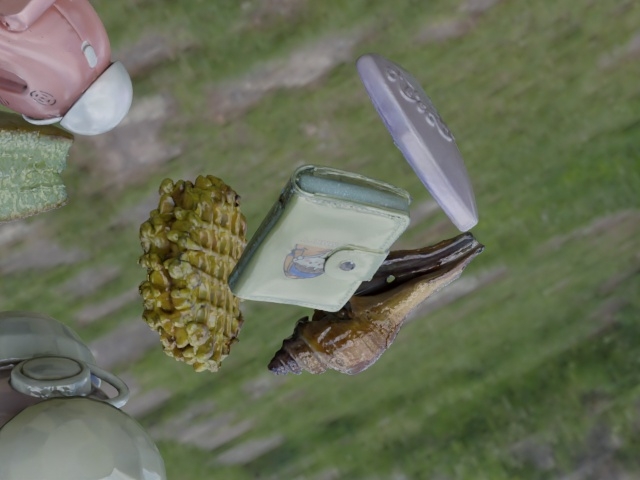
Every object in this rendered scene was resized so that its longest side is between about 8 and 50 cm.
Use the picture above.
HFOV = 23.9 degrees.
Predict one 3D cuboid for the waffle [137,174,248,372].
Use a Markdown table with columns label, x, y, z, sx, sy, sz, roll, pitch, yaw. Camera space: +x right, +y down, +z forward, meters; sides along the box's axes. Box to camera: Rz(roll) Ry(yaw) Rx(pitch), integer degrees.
| label | x | y | z | sx | sy | sz | roll | pitch | yaw |
| --- | --- | --- | --- | --- | --- | --- | --- | --- | --- |
| waffle | -0.126 | 0.035 | 1.550 | 0.070 | 0.193 | 0.197 | -1 | 138 | 17 |

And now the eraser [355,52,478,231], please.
| label | x | y | z | sx | sy | sz | roll | pitch | yaw |
| --- | --- | --- | --- | --- | --- | --- | --- | --- | --- |
| eraser | 0.134 | -0.125 | 1.886 | 0.059 | 0.243 | 0.204 | -32 | 177 | 11 |

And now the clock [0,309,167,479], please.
| label | x | y | z | sx | sy | sz | roll | pitch | yaw |
| --- | --- | --- | --- | --- | --- | --- | --- | --- | --- |
| clock | -0.239 | 0.247 | 1.254 | 0.184 | 0.326 | 0.342 | -2 | -162 | -28 |

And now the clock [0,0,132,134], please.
| label | x | y | z | sx | sy | sz | roll | pitch | yaw |
| --- | --- | --- | --- | --- | --- | --- | --- | --- | --- |
| clock | -0.236 | -0.151 | 1.178 | 0.093 | 0.166 | 0.162 | -55 | 146 | -24 |

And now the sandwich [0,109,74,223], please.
| label | x | y | z | sx | sy | sz | roll | pitch | yaw |
| --- | --- | --- | --- | --- | --- | --- | --- | --- | --- |
| sandwich | -0.336 | -0.071 | 1.265 | 0.258 | 0.094 | 0.096 | 8 | -160 | -10 |

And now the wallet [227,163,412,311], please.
| label | x | y | z | sx | sy | sz | roll | pitch | yaw |
| --- | --- | --- | --- | --- | --- | --- | --- | --- | --- |
| wallet | 0.000 | 0.000 | 1.237 | 0.110 | 0.039 | 0.155 | 12 | 144 | -19 |

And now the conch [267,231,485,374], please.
| label | x | y | z | sx | sy | sz | roll | pitch | yaw |
| --- | --- | --- | --- | --- | --- | --- | --- | --- | --- |
| conch | 0.048 | 0.061 | 1.480 | 0.233 | 0.086 | 0.080 | -47 | -162 | -15 |
